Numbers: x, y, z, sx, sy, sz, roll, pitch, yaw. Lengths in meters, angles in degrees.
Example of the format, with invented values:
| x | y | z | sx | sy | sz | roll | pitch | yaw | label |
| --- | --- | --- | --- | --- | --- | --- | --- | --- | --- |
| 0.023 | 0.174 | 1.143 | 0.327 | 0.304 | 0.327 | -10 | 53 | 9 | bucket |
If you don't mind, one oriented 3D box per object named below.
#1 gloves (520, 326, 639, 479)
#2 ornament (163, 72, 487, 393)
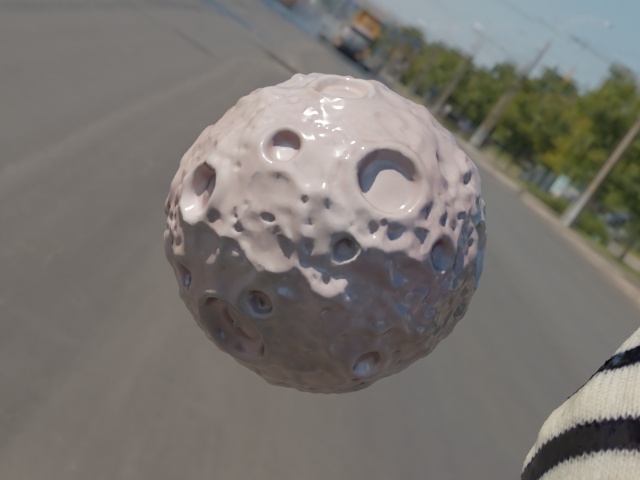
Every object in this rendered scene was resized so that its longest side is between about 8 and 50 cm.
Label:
| x | y | z | sx | sy | sz | roll | pitch | yaw | label |
| --- | --- | --- | --- | --- | --- | --- | --- | --- | --- |
| 0.164 | 0.083 | 0.705 | 0.131 | 0.218 | 0.140 | 15 | -26 | 3 | gloves |
| 0.000 | 0.000 | 1.262 | 0.259 | 0.225 | 0.259 | 31 | -33 | 23 | ornament |
